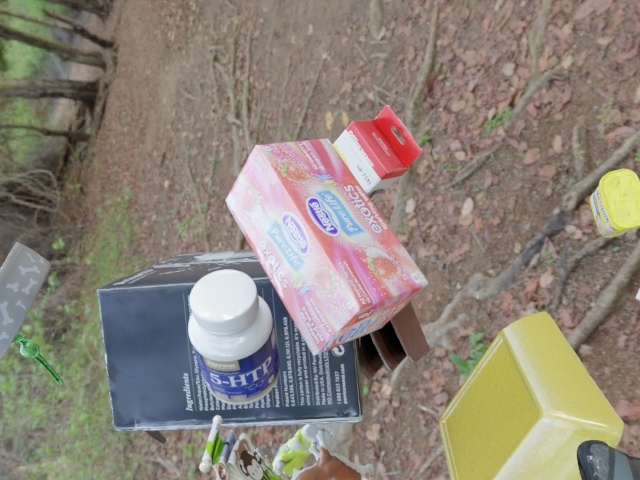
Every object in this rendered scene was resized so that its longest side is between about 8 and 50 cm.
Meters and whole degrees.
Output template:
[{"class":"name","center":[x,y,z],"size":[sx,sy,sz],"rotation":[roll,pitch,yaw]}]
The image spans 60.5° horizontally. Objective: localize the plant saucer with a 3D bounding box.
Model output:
[{"class":"plant saucer","center":[0.304,0.309,0.915],"size":[0.332,0.081,0.332],"rotation":[-80,16,-68]}]

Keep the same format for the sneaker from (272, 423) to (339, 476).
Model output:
[{"class":"sneaker","center":[-0.054,0.602,1.648],"size":[0.091,0.240,0.126],"rotation":[56,159,0]}]

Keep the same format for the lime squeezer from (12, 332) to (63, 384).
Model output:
[{"class":"lime squeezer","center":[-0.875,0.324,1.608],"size":[0.059,0.310,0.110],"rotation":[-41,46,2]}]

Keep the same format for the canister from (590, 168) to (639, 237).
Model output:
[{"class":"canister","center":[0.655,-0.076,1.215],"size":[0.074,0.170,0.126],"rotation":[-14,78,15]}]

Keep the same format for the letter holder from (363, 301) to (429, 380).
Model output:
[{"class":"letter holder","center":[0.185,0.263,1.732],"size":[0.152,0.214,0.301],"rotation":[-19,96,39]}]

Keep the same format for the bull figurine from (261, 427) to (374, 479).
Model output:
[{"class":"bull figurine","center":[-0.013,0.622,1.442],"size":[0.188,0.311,0.101],"rotation":[55,158,40]}]

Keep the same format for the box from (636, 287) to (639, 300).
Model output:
[{"class":"box","center":[0.716,0.098,0.993],"size":[0.181,0.182,0.118],"rotation":[-3,-64,-83]}]

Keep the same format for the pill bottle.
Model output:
[{"class":"pill bottle","center":[-0.118,0.131,0.747],"size":[0.186,0.112,0.112],"rotation":[86,166,-46]}]

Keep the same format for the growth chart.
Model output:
[{"class":"growth chart","center":[-0.097,0.375,0.866],"size":[0.021,0.237,0.172],"rotation":[-43,14,4]}]

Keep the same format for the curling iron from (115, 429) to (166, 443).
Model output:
[{"class":"curling iron","center":[-0.503,0.542,1.571],"size":[0.274,0.068,0.035],"rotation":[69,-173,-59]}]

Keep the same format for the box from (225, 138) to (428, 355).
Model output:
[{"class":"box","center":[0.000,0.000,0.847],"size":[0.299,0.154,0.142],"rotation":[58,137,21]}]

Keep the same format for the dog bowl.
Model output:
[{"class":"dog bowl","center":[-0.808,0.174,1.398],"size":[0.349,0.102,0.348],"rotation":[-43,31,34]}]

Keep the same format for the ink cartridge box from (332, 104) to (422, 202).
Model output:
[{"class":"ink cartridge box","center":[0.085,-0.154,1.136],"size":[0.134,0.078,0.231],"rotation":[57,132,15]}]

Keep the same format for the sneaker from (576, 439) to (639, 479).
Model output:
[{"class":"sneaker","center":[0.135,0.356,0.407],"size":[0.202,0.483,0.185],"rotation":[36,161,41]}]

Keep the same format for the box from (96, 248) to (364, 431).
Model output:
[{"class":"box","center":[-0.149,0.183,1.224],"size":[0.480,0.473,0.297],"rotation":[-57,-39,-83]}]
